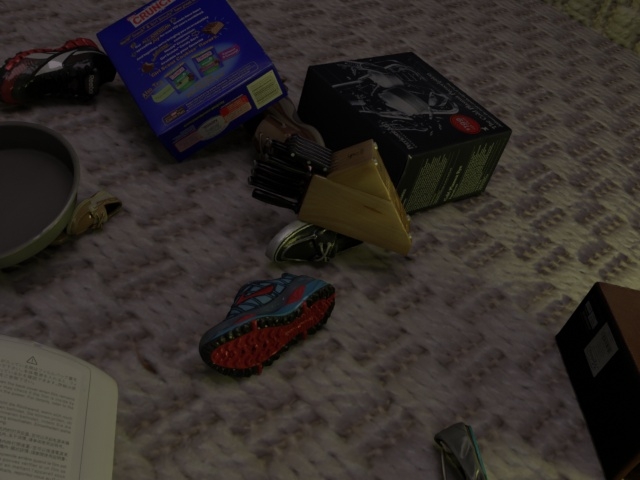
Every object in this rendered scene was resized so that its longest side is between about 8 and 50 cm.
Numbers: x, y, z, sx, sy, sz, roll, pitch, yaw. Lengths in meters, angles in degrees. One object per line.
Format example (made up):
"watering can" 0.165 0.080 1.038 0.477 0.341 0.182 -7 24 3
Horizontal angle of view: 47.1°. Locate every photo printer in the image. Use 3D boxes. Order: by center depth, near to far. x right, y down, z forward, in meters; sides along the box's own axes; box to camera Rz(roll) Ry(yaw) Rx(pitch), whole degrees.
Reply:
"photo printer" -0.364 0.244 0.844 0.256 0.107 0.307 22 35 -29

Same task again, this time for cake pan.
"cake pan" -0.522 -0.068 1.167 0.293 0.054 0.293 -1 54 2

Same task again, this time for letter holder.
"letter holder" 0.557 0.240 1.213 0.214 0.152 0.302 11 40 -12

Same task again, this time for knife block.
"knife block" 0.010 -0.070 1.322 0.242 0.275 0.088 -20 28 17

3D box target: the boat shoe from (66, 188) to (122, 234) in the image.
"boat shoe" -0.385 -0.046 1.258 0.045 0.050 0.135 23 34 4

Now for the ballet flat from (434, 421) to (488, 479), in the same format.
"ballet flat" 0.216 0.356 1.027 0.068 0.072 0.213 -19 45 -1

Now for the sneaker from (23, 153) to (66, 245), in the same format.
"sneaker" -0.479 -0.071 1.239 0.066 0.071 0.188 -14 48 -33

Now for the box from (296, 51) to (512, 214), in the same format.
"box" 0.170 -0.237 1.595 0.312 0.179 0.343 -19 51 -34

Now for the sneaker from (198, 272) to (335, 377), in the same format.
"sneaker" -0.100 0.125 1.159 0.125 0.104 0.262 25 32 36

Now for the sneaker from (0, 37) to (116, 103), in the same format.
"sneaker" -0.531 -0.336 1.504 0.135 0.097 0.276 31 40 19

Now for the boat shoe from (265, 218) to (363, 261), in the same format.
"boat shoe" 0.000 0.000 1.335 0.219 0.078 0.070 -20 52 -39

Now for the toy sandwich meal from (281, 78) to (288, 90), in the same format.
"toy sandwich meal" -0.117 -0.377 1.763 0.086 0.029 0.085 11 40 -9

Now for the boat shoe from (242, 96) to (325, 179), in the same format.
"boat shoe" -0.082 -0.195 1.508 0.116 0.123 0.324 -9 36 -22

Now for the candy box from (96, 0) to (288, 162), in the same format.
"candy box" -0.264 -0.359 1.495 0.268 0.122 0.317 -32 64 -3
